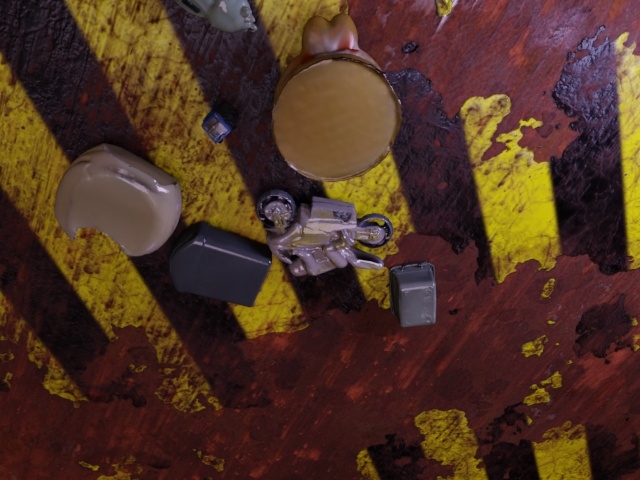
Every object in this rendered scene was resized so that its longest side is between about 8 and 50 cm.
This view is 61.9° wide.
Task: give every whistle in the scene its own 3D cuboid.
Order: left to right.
[{"bbox_3d":[-0.225,-0.481,1.025,0.244,0.110,0.092,32,81,-19],"label":"whistle"}]

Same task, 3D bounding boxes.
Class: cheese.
[{"bbox_3d":[-0.454,-0.086,1.215,0.266,0.127,0.233,31,113,-18],"label":"cheese"}]

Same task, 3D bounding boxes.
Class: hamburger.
[{"bbox_3d":[0.021,-0.291,1.097,0.261,0.186,0.302,-13,129,5],"label":"hamburger"}]

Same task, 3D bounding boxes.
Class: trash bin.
[{"bbox_3d":[-0.256,0.060,1.330,0.236,0.101,0.176,19,115,-17],"label":"trash bin"}]

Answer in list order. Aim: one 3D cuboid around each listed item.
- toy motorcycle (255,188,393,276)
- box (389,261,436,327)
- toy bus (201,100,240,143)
[{"bbox_3d":[0.000,0.000,1.305,0.341,0.107,0.222,10,118,-8],"label":"toy motorcycle"},{"bbox_3d":[0.250,0.151,1.415,0.124,0.092,0.172,-8,120,1],"label":"box"},{"bbox_3d":[-0.209,-0.250,1.124,0.051,0.153,0.061,-40,108,17],"label":"toy bus"}]
